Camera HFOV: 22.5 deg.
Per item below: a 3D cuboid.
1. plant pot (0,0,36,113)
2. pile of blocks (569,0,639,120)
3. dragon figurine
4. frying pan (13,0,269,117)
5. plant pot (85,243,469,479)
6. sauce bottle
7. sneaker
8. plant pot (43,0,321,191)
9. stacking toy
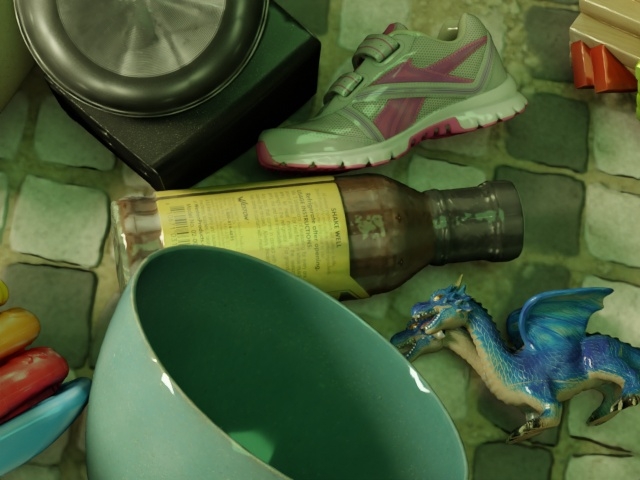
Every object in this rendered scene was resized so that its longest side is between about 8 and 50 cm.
[{"bbox_3d":[-0.321,-0.200,1.314,0.256,0.256,0.274,18,87,-3],"label":"plant pot"},{"bbox_3d":[0.360,-0.099,1.422,0.362,0.149,0.112,37,71,3],"label":"pile of blocks"},{"bbox_3d":[0.210,0.087,1.376,0.289,0.085,0.144,-11,76,-11],"label":"dragon figurine"},{"bbox_3d":[-0.115,-0.251,1.221,0.197,0.053,0.326,19,100,-8],"label":"frying pan"},{"bbox_3d":[-0.062,0.169,1.211,0.290,0.290,0.195,37,112,3],"label":"plant pot"},{"bbox_3d":[0.000,0.000,1.356,0.344,0.111,0.111,-5,74,-9],"label":"sauce bottle"},{"bbox_3d":[0.052,-0.126,1.397,0.252,0.103,0.111,-21,95,-23],"label":"sneaker"},{"bbox_3d":[-0.124,-0.143,1.351,0.187,0.188,0.167,40,82,4],"label":"plant pot"},{"bbox_3d":[-0.313,0.041,1.233,0.175,0.166,0.302,-28,93,-5],"label":"stacking toy"}]
